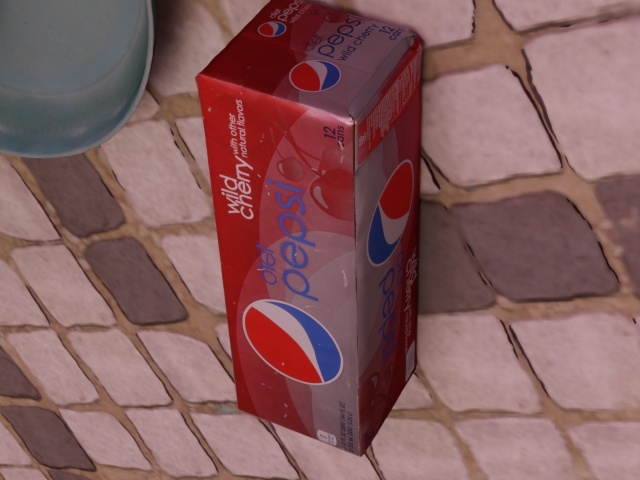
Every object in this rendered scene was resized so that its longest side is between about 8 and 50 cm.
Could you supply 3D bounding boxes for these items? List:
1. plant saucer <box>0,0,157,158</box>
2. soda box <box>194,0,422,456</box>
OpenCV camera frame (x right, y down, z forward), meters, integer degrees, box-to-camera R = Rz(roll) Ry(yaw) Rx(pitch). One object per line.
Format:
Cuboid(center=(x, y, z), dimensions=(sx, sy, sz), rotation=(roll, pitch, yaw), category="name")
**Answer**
Cuboid(center=(-0.218, -0.187, 0.742), dimensions=(0.318, 0.043, 0.317), rotation=(22, 139, 21), category="plant saucer")
Cuboid(center=(0.000, 0.000, 0.726), dimensions=(0.092, 0.083, 0.263), rotation=(19, 137, 21), category="soda box")
